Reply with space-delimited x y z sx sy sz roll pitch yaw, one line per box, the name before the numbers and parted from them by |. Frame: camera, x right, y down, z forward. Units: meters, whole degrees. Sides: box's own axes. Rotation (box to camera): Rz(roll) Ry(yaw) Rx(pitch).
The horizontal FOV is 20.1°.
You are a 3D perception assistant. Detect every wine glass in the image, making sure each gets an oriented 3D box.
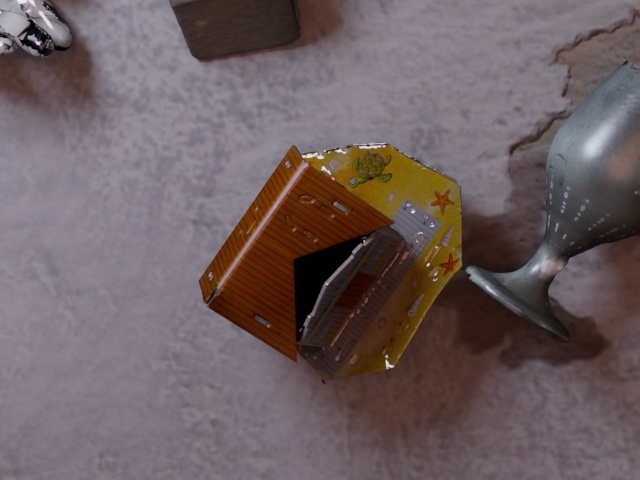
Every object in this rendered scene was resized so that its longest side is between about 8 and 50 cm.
wine glass | 0.240 -0.035 1.597 0.126 0.126 0.241 34 97 2

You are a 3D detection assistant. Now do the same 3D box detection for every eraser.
eraser | -0.101 -0.345 1.630 0.111 0.077 0.352 -10 93 8

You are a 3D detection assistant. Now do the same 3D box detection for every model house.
model house | 0.000 0.000 1.584 0.207 0.136 0.219 40 100 22

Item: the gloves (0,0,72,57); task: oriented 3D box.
gloves | -0.323 -0.233 1.645 0.212 0.111 0.127 33 75 -20
